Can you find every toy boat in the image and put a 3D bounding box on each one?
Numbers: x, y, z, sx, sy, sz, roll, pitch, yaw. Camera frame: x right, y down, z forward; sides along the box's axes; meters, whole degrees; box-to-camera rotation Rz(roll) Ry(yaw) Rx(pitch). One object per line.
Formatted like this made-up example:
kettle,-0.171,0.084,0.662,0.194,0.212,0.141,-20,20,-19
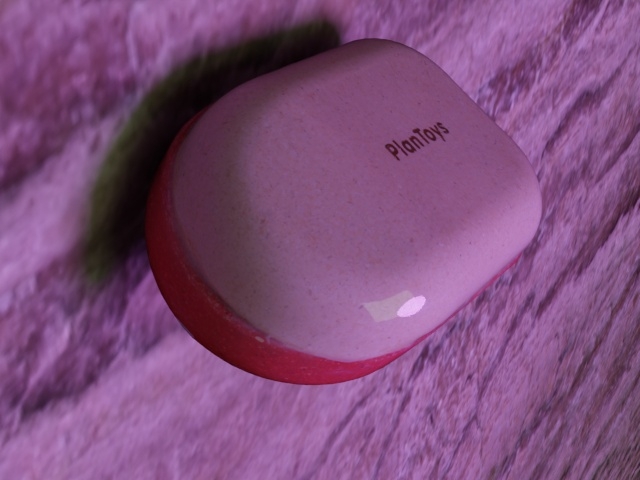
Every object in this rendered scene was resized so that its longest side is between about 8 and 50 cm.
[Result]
toy boat,0.000,0.000,0.629,0.151,0.151,0.231,-49,169,34
